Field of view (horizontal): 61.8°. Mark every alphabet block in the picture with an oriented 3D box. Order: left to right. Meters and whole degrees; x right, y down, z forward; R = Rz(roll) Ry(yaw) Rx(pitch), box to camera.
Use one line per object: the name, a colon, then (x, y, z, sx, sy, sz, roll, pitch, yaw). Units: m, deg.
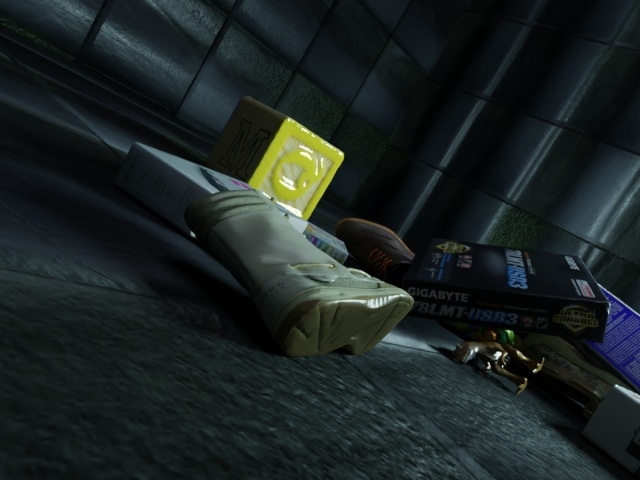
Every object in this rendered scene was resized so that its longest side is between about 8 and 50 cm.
alphabet block: (-0.105, -0.175, 1.177, 0.192, 0.193, 0.197, 23, 10, -42)

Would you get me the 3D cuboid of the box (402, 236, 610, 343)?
box: (0.305, 0.071, 0.917, 0.293, 0.073, 0.295, 6, 14, 18)

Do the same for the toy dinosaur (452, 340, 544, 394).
toy dinosaur: (0.271, 0.172, 0.804, 0.112, 0.064, 0.211, 34, 7, 38)

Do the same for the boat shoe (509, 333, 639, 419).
boat shoe: (0.464, 0.266, 0.938, 0.104, 0.089, 0.285, 53, -6, -38)

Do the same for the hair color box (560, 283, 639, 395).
hair color box: (0.555, 0.204, 0.983, 0.185, 0.110, 0.339, 47, 8, -33)

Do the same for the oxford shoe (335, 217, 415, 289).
oxford shoe: (0.140, 0.036, 1.129, 0.271, 0.097, 0.098, 33, 13, 15)

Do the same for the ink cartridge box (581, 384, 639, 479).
ink cartridge box: (0.478, 0.294, 0.700, 0.153, 0.087, 0.208, 25, 9, -39)

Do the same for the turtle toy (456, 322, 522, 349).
turtle toy: (0.315, 0.168, 1.013, 0.095, 0.066, 0.130, 54, -10, -31)

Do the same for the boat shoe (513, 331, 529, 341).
boat shoe: (0.426, 0.193, 1.151, 0.094, 0.109, 0.302, 28, 9, -45)

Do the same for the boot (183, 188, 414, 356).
boot: (-0.012, 0.027, 0.499, 0.165, 0.077, 0.213, 43, 16, 29)

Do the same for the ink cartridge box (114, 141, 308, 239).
ink cartridge box: (-0.081, -0.017, 0.679, 0.239, 0.060, 0.275, 32, 6, 19)

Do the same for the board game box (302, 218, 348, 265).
board game box: (0.000, 0.000, 1.046, 0.103, 0.026, 0.154, 31, 6, -5)
